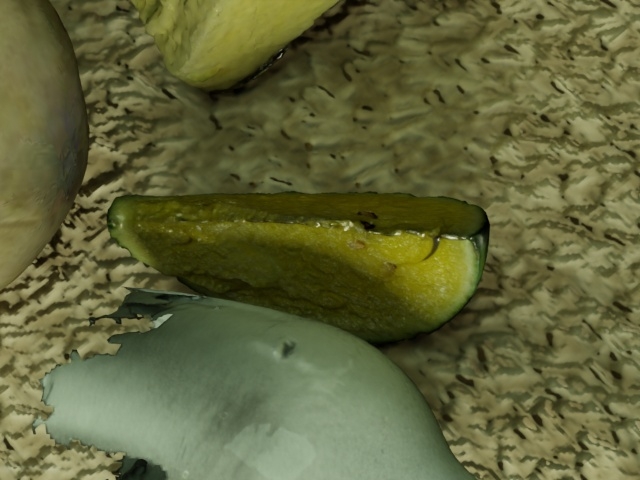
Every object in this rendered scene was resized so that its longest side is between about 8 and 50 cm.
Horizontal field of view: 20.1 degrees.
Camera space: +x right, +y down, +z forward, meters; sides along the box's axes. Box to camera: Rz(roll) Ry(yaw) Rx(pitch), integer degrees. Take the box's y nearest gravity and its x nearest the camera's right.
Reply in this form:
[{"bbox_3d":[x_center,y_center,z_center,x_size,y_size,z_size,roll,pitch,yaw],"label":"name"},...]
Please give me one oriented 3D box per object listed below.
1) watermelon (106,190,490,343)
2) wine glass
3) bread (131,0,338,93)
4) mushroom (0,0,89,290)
[{"bbox_3d":[0.004,-0.006,0.860,0.181,0.092,0.075,2,54,23],"label":"watermelon"},{"bbox_3d":[0.038,0.111,0.777,0.321,0.143,0.143,11,71,20],"label":"wine glass"},{"bbox_3d":[-0.032,-0.239,0.946,0.198,0.236,0.263,-7,57,-38],"label":"bread"},{"bbox_3d":[-0.236,-0.074,0.882,0.255,0.255,0.184,17,38,19],"label":"mushroom"}]
